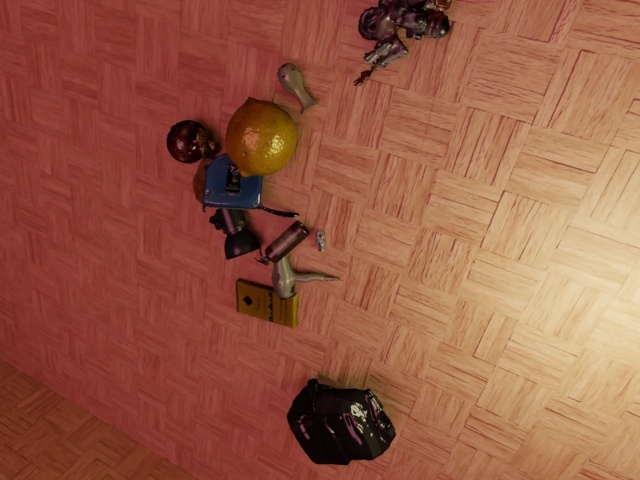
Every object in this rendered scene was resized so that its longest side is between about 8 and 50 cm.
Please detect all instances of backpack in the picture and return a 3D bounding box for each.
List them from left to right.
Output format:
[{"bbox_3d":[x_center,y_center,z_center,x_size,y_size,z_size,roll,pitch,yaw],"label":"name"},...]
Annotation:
[{"bbox_3d":[0.091,0.729,1.796,0.445,0.254,0.363,-20,102,46],"label":"backpack"}]

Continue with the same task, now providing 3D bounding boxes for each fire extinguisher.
[{"bbox_3d":[-0.151,0.015,1.657,0.231,0.071,0.099,-40,55,13],"label":"fire extinguisher"}]

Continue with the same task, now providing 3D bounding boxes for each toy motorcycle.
[{"bbox_3d":[0.207,-0.573,1.222,0.401,0.134,0.207,-36,88,32],"label":"toy motorcycle"}]

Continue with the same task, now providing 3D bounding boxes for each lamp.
[{"bbox_3d":[-0.339,-0.055,1.726,0.172,0.147,0.228,-16,97,28],"label":"lamp"}]

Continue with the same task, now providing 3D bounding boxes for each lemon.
[{"bbox_3d":[-0.198,-0.329,1.469,0.228,0.228,0.254,34,122,9],"label":"lemon"}]

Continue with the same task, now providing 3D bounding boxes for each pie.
[{"bbox_3d":[-0.419,-0.218,1.712,0.195,0.046,0.195,8,103,36],"label":"pie"}]

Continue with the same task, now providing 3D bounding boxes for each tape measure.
[{"bbox_3d":[-0.243,-0.195,1.605,0.351,0.098,0.216,4,86,-6],"label":"tape measure"}]

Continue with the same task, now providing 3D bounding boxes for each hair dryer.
[{"bbox_3d":[-0.084,0.088,1.709,0.267,0.092,0.229,-22,95,18],"label":"hair dryer"}]

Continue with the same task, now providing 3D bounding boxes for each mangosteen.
[{"bbox_3d":[-0.462,-0.357,1.627,0.180,0.166,0.166,4,115,5],"label":"mangosteen"}]

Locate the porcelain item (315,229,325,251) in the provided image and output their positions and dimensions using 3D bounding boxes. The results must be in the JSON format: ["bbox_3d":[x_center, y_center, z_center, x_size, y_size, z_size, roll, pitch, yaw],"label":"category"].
[{"bbox_3d":[0.000,0.000,1.640,0.036,0.028,0.083,-1,113,11],"label":"porcelain item"}]

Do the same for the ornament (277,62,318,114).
[{"bbox_3d":[-0.079,-0.490,1.434,0.074,0.081,0.156,-36,98,0],"label":"ornament"}]

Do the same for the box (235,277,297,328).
[{"bbox_3d":[-0.225,0.261,1.858,0.278,0.041,0.153,12,118,21],"label":"box"}]
